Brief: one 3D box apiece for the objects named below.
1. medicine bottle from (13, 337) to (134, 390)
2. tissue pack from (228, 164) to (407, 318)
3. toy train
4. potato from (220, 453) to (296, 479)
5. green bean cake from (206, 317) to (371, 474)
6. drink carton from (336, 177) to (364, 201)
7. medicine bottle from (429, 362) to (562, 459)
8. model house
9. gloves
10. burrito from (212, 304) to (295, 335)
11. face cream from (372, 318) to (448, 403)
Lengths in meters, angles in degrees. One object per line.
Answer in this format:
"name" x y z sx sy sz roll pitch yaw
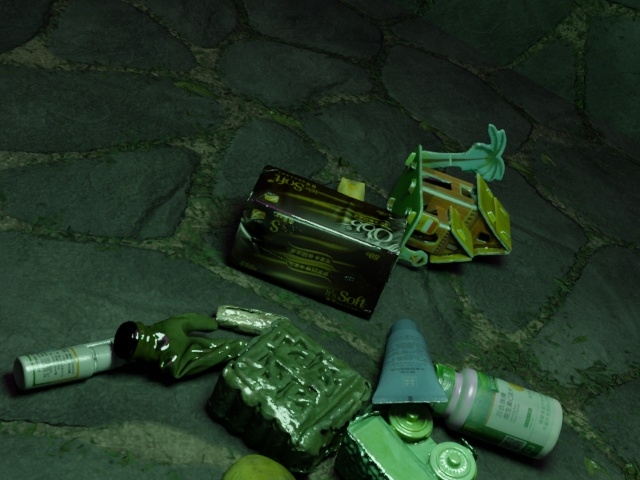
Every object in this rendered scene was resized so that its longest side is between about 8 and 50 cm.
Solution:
"medicine bottle" -0.450 0.218 1.489 0.220 0.061 0.092 -6 25 -39
"tissue pack" 0.000 0.000 1.859 0.370 0.210 0.198 20 32 -1
"toy train" 0.158 0.418 1.481 0.188 0.159 0.272 -26 58 -33
"potato" -0.089 0.461 1.313 0.169 0.143 0.248 44 15 -41
"green bean cake" -0.054 0.294 1.541 0.255 0.132 0.241 36 36 17
"drink carton" 0.071 -0.076 2.084 0.084 0.074 0.200 18 39 -5
"medicine bottle" 0.345 0.346 1.671 0.274 0.133 0.133 19 38 -3
"model house" 0.368 -0.088 2.040 0.323 0.340 0.300 19 39 -11
"gloves" -0.263 0.202 1.556 0.268 0.107 0.135 8 56 -32
"burrito" -0.135 0.172 1.710 0.188 0.045 0.058 14 64 -15
"face cream" 0.174 0.248 1.632 0.135 0.086 0.385 -2 12 5
